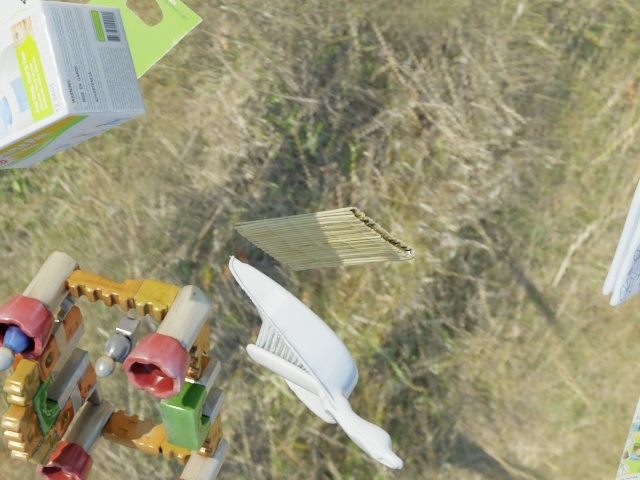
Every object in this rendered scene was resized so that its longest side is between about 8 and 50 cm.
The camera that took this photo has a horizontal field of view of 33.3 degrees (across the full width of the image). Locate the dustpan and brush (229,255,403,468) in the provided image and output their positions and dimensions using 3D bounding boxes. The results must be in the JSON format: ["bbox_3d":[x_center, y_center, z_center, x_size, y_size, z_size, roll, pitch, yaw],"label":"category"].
[{"bbox_3d":[-0.001,0.112,0.857,0.060,0.211,0.147,-46,140,-23],"label":"dustpan and brush"}]

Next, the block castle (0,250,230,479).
[{"bbox_3d":[-0.313,0.252,1.608,0.453,0.303,0.213,90,19,-47],"label":"block castle"}]

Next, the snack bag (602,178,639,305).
[{"bbox_3d":[0.497,-0.094,1.404,0.342,0.037,0.323,-17,127,-49],"label":"snack bag"}]

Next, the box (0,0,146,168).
[{"bbox_3d":[-0.291,-0.149,1.074,0.103,0.203,0.114,-11,85,-54],"label":"box"}]

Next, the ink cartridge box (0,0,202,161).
[{"bbox_3d":[-0.301,-0.247,1.289,0.255,0.189,0.097,-43,143,-5],"label":"ink cartridge box"}]

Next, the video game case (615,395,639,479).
[{"bbox_3d":[0.449,0.230,1.194,0.026,0.227,0.206,49,52,-30],"label":"video game case"}]

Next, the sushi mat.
[{"bbox_3d":[0.000,0.000,1.770,0.151,0.316,0.019,35,65,-32],"label":"sushi mat"}]
